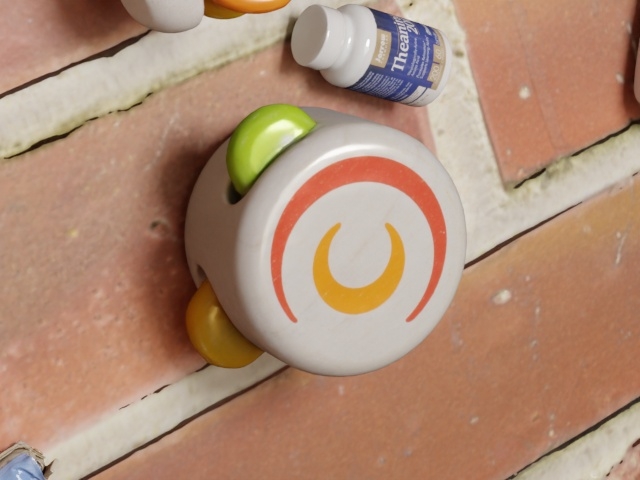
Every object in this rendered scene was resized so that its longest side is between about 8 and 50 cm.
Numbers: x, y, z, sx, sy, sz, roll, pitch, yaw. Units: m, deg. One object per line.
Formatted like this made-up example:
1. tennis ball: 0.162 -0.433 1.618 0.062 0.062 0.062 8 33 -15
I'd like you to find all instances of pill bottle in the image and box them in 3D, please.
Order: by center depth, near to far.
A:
1. pill bottle: 0.039 -0.149 1.456 0.120 0.067 0.067 12 89 -35

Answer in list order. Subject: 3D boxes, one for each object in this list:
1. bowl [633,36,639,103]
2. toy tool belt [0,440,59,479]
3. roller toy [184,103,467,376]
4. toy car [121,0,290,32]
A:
1. bowl: 0.340 -0.172 1.669 0.142 0.053 0.142 8 91 -34
2. toy tool belt: -0.225 0.185 1.325 0.083 0.051 0.052 -50 120 -19
3. roller toy: 0.000 0.000 1.400 0.191 0.146 0.209 2 100 -26
4. toy car: -0.072 -0.236 1.272 0.159 0.136 0.182 -38 116 -24
